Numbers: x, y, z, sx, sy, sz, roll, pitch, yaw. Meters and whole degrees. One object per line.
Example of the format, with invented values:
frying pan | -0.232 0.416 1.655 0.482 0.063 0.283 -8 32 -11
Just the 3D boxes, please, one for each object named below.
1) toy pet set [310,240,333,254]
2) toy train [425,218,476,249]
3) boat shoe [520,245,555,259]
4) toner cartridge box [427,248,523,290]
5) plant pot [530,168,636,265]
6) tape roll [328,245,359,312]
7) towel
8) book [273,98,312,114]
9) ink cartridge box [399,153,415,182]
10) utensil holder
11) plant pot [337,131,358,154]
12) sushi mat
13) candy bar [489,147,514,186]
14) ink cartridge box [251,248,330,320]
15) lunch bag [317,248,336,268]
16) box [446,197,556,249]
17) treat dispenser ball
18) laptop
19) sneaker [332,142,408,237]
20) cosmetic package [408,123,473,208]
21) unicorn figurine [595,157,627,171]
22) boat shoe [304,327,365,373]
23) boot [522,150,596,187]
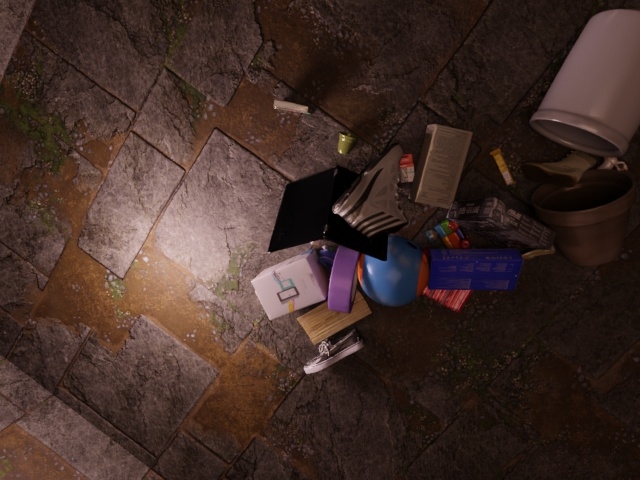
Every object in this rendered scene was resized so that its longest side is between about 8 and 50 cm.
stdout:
toy pet set | 0.000 0.000 1.847 0.114 0.065 0.122 6 115 -24
toy train | 0.559 0.029 1.730 0.143 0.105 0.248 -30 95 24
boat shoe | 0.883 0.055 1.699 0.153 0.056 0.048 -21 92 6
toner cartridge box | 0.616 0.119 1.681 0.348 0.075 0.165 0 128 5
plant pot | 0.991 -0.070 1.551 0.323 0.323 0.280 -19 114 13
tape roll | 0.104 0.163 1.736 0.090 0.275 0.274 9 102 11
towel | 0.527 0.172 1.794 0.275 0.031 0.198 27 105 3
book | -0.112 -0.555 1.729 0.144 0.096 0.035 12 102 8
ink cartridge box | 0.359 -0.301 1.731 0.063 0.029 0.115 -6 100 10
utensil holder | 0.983 -0.529 1.433 0.328 0.327 0.385 27 102 4
plant pot | 0.107 -0.405 1.735 0.083 0.083 0.079 20 115 5
sushi mat | 0.064 0.342 1.892 0.317 0.019 0.151 -31 93 6
candy bar | 0.737 -0.293 1.674 0.040 0.018 0.161 -26 96 17
ink cartridge box | -0.122 0.190 1.821 0.270 0.198 0.197 -23 97 14
lunch bag | 0.039 0.088 1.817 0.098 0.067 0.065 29 63 -30
box | 0.674 -0.059 1.563 0.308 0.242 0.076 24 84 -17
treat dispenser ball | 0.296 0.124 1.691 0.288 0.288 0.288 2 101 9
laptop | 0.048 -0.088 1.692 0.408 0.381 0.236 21 143 -14
sneaker | 0.253 -0.175 1.621 0.257 0.447 0.169 43 149 -7
cosmetic package | 0.476 -0.295 1.657 0.160 0.113 0.309 12 104 -5
unicorn figurine | 1.108 -0.290 1.589 0.111 0.060 0.162 36 104 1
boat shoe | 0.048 0.503 1.898 0.306 0.113 0.105 -30 88 11
boot | 0.921 -0.289 1.605 0.165 0.213 0.077 -38 130 -19
